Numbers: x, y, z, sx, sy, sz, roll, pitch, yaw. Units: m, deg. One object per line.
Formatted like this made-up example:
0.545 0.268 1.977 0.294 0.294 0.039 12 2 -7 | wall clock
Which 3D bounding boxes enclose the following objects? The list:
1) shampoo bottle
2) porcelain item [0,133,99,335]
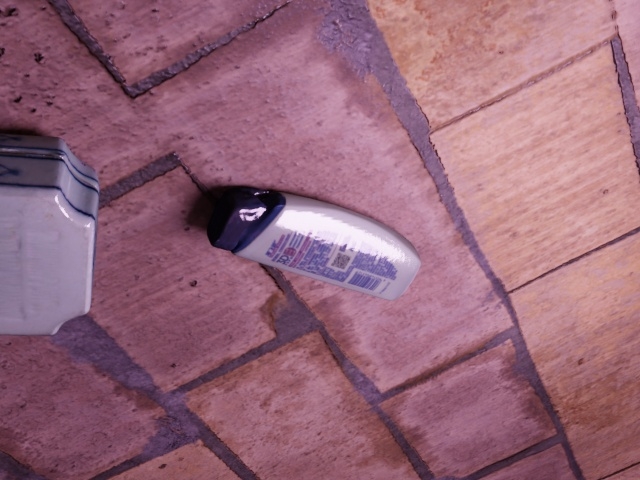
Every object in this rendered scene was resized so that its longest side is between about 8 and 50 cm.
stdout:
0.000 0.000 1.294 0.360 0.078 0.134 18 119 -28 | shampoo bottle
-0.458 -0.010 1.102 0.282 0.157 0.285 2 130 -15 | porcelain item
